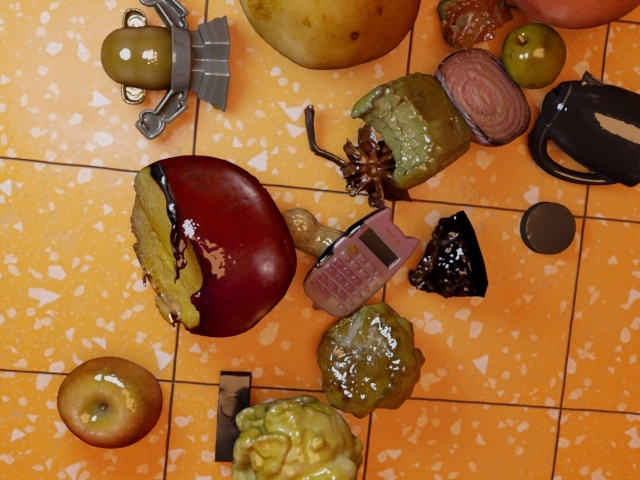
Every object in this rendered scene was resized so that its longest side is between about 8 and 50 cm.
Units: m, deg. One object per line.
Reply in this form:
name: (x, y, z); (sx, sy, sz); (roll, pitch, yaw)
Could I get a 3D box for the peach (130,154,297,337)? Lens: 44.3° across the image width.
peach: (-0.258, 0.001, 1.749); (0.416, 0.339, 0.353); (39, 52, -8)

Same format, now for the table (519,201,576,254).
table: (0.573, -0.031, 1.980); (0.133, 0.043, 0.134); (0, 94, -7)

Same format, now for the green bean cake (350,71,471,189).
green bean cake: (0.213, -0.257, 1.793); (0.233, 0.124, 0.236); (-31, 87, -42)

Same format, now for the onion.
onion: (0.382, -0.334, 1.904); (0.247, 0.111, 0.250); (-32, 87, -40)

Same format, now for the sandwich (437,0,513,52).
sandwich: (0.376, -0.532, 1.862); (0.184, 0.160, 0.109); (-21, 114, 0)

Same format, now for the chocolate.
chocolate: (0.287, 0.049, 1.895); (0.176, 0.224, 0.207); (-17, 97, 18)

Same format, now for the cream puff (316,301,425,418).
cream puff: (0.125, 0.291, 1.899); (0.281, 0.185, 0.282); (-9, 72, 28)

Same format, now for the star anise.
star anise: (0.098, -0.202, 1.867); (0.346, 0.148, 0.237); (37, 68, -6)

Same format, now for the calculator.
calculator: (0.086, 0.057, 1.850); (0.294, 0.043, 0.194); (-44, 129, 3)

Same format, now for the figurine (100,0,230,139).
figurine: (-0.350, -0.411, 1.779); (0.284, 0.167, 0.343); (-2, 74, -15)

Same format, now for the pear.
pear: (0.515, -0.440, 1.885); (0.162, 0.149, 0.149); (35, 90, -40)

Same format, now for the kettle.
kettle: (0.658, -0.256, 1.910); (0.290, 0.207, 0.268); (24, 119, -2)

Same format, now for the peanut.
peanut: (0.000, 0.000, 1.883); (0.229, 0.098, 0.103); (30, 121, -10)

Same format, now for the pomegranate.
pomegranate: (0.018, -0.569, 1.717); (0.416, 0.416, 0.417); (-1, 95, -7)

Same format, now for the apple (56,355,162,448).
apple: (-0.484, 0.371, 1.826); (0.234, 0.173, 0.210); (32, 95, 1)

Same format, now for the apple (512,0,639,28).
apple: (0.601, -0.653, 1.781); (0.363, 0.364, 0.364); (-1, 95, -7)

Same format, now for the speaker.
speaker: (-0.213, 0.431, 1.922); (0.082, 0.044, 0.218); (5, 94, -7)

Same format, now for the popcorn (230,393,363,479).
popcorn: (-0.063, 0.500, 1.823); (0.312, 0.312, 0.313); (-1, 95, -7)
